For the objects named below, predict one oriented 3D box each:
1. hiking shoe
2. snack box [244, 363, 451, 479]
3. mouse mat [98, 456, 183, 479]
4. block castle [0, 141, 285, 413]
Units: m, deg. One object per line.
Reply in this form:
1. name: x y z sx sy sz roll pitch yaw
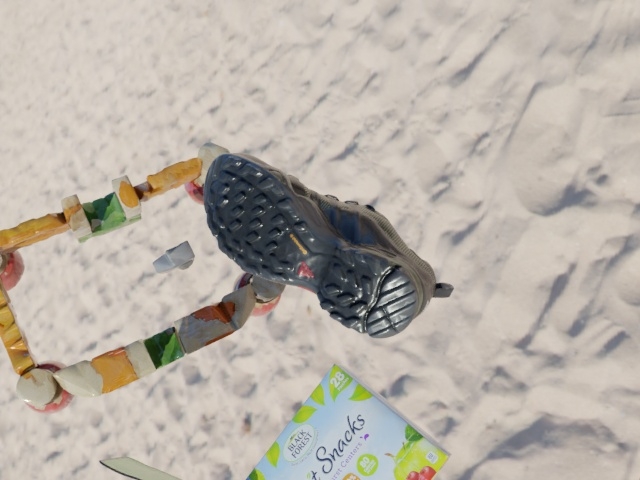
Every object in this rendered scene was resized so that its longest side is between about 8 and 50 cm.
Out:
1. hiking shoe: 0.000 0.000 0.651 0.227 0.114 0.086 37 111 22
2. snack box: 0.026 0.283 0.926 0.174 0.070 0.207 38 88 18
3. mouse mat: -0.173 0.307 0.954 0.152 0.189 0.007 90 -159 -76
4. block castle: -0.300 0.061 1.234 0.303 0.453 0.213 65 164 4
